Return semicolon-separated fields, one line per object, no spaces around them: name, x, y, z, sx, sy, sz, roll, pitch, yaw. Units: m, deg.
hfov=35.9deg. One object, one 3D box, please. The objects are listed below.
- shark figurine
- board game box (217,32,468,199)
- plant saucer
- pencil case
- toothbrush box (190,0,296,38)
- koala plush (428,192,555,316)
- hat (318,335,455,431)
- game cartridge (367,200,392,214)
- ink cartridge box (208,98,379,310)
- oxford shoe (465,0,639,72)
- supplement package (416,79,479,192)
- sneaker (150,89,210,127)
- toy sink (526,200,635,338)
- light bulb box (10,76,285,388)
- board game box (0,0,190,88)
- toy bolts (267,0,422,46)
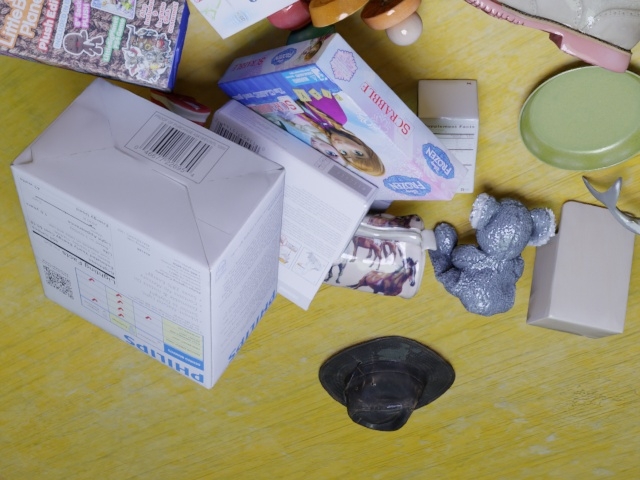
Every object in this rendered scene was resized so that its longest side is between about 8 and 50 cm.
shark figurine;0.628;-0.047;1.848;0.278;0.116;0.166;0;105;-5
board game box;0.029;-0.184;1.595;0.318;0.066;0.319;42;161;-26
plant saucer;0.465;-0.218;1.716;0.241;0.037;0.241;3;139;3
pencil case;0.000;0.000;1.837;0.410;0.160;0.183;10;158;-3
toothbrush box;-0.140;-0.469;1.446;0.206;0.122;0.283;-20;133;27
koala plush;0.337;0.011;1.890;0.196;0.203;0.221;17;125;-13
hat;0.153;0.369;2.336;0.331;0.134;0.331;4;138;4
game cartridge;-0.036;-0.124;1.866;0.355;0.068;0.230;19;133;-14
ink cartridge box;-0.085;-0.058;1.692;0.296;0.066;0.261;33;128;5
oxford shoe;0.320;-0.396;1.495;0.397;0.140;0.146;21;111;-15
supplement package;0.221;-0.181;1.734;0.105;0.105;0.179;1;138;5
sneaker;-0.257;-0.186;1.689;0.087;0.221;0.128;11;101;-20
toy sink;0.507;0.060;1.931;0.153;0.234;0.131;12;167;-8
light bulb box;-0.263;-0.004;1.582;0.358;0.225;0.361;27;147;13
board game box;-0.360;-0.330;1.522;0.291;0.232;0.141;12;95;-8
toy bolts;0.037;-0.325;1.526;0.228;0.218;0.158;-15;121;32
